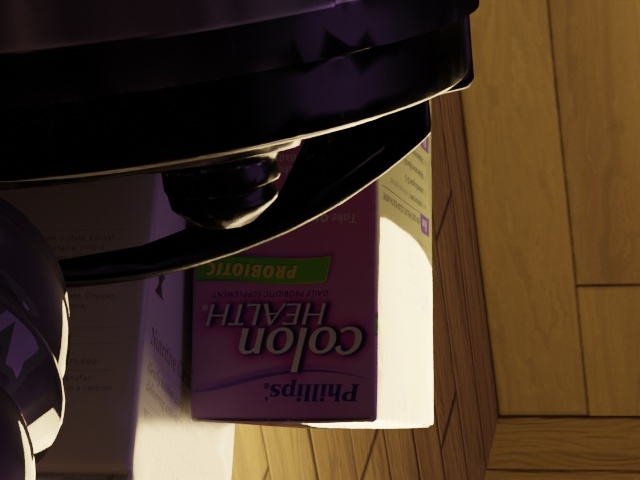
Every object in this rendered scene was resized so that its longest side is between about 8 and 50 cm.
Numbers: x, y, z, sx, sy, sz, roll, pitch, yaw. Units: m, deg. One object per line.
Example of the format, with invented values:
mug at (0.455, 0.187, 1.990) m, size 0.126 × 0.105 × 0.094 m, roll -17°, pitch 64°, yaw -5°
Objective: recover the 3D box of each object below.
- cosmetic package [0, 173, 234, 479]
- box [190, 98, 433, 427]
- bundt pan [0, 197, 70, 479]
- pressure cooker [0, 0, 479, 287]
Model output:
cosmetic package at (-0.142, -0.009, 1.248) m, size 0.217 × 0.156 × 0.385 m, roll 59°, pitch 34°, yaw -66°
box at (0.000, 0.000, 1.271) m, size 0.213 × 0.117 × 0.243 m, roll 26°, pitch 63°, yaw -77°
bundt pan at (-0.194, 0.116, 0.782) m, size 0.331 × 0.124 × 0.331 m, roll -158°, pitch -90°, yaw -77°
pressure cooker at (-0.112, -0.186, 0.967) m, size 0.375 × 0.370 × 0.420 m, roll -41°, pitch 125°, yaw -67°
